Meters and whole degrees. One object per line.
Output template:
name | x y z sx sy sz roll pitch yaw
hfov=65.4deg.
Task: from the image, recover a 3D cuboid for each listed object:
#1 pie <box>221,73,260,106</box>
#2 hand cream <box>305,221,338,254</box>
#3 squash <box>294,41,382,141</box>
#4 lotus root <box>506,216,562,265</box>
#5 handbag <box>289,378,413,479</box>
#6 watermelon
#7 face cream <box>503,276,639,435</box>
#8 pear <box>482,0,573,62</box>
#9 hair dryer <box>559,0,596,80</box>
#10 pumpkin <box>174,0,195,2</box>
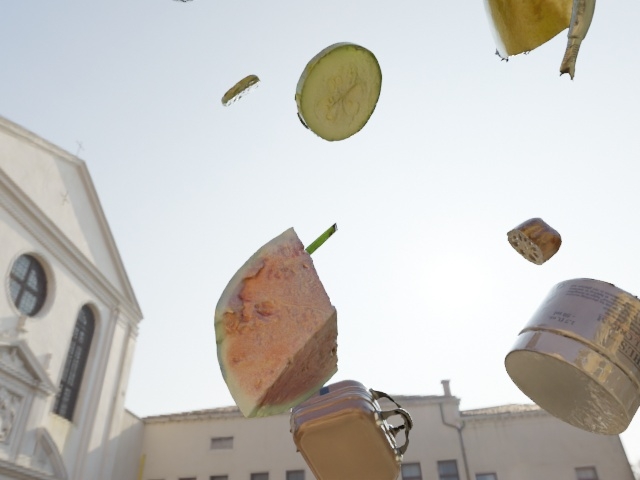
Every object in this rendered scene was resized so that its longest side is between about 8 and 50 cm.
pie | -0.144 -0.268 0.896 0.084 0.084 0.020 -30 -81 33
hand cream | 0.000 0.000 1.276 0.122 0.023 0.036 -42 -32 -18
squash | 0.044 -0.326 1.103 0.219 0.041 0.219 -22 -45 -23
lotus root | 0.547 0.002 1.278 0.081 0.122 0.112 -36 -28 -14
handbag | 0.093 0.488 1.242 0.283 0.149 0.301 -24 -69 6
watermelon | -0.062 0.146 0.786 0.256 0.260 0.176 57 -26 -8
face cream | 0.384 0.164 0.727 0.177 0.153 0.177 36 -23 18
pear | 0.399 -0.505 0.971 0.178 0.267 0.267 35 -48 -20
hair dryer | 0.474 -0.423 0.831 0.229 0.092 0.267 -24 -60 -29
pumpkin | -0.294 -0.605 1.044 0.202 0.140 0.202 16 -60 30
